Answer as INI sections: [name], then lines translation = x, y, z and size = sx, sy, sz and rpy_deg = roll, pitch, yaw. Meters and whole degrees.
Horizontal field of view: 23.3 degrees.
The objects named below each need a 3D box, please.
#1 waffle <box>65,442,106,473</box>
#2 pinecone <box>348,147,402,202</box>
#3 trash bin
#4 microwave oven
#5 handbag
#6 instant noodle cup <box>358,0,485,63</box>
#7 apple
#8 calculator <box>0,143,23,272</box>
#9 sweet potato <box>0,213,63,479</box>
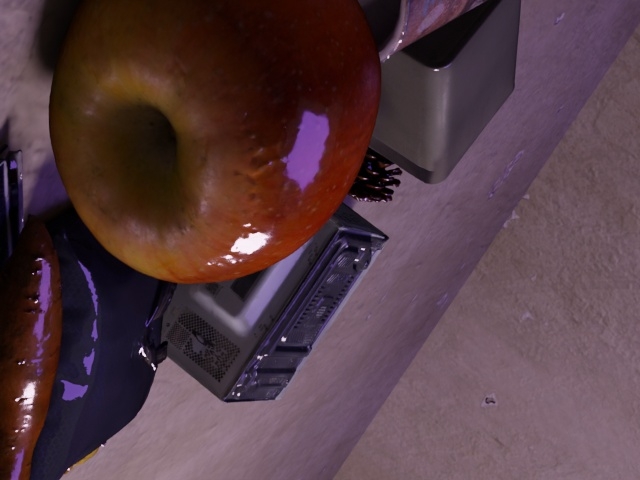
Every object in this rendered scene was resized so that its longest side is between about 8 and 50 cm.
[waffle]
translation = -0.292, 0.238, 1.320
size = 0.293, 0.069, 0.260
rpy_deg = -54, 168, -9
[pinecone]
translation = 0.057, -0.082, 1.727
size = 0.077, 0.077, 0.083
rpy_deg = -36, 153, -54
[trash bin]
translation = 0.121, -0.192, 1.581
size = 0.164, 0.122, 0.240
rpy_deg = -51, 164, -17
[microwave oven]
translation = -0.050, 0.046, 1.528
size = 0.208, 0.122, 0.162
rpy_deg = -57, 160, 8
[handbag]
translation = -0.173, 0.071, 1.224
size = 0.211, 0.089, 0.254
rpy_deg = -44, 150, -63
[instant noodle cup]
translation = 0.058, -0.238, 1.064
size = 0.207, 0.217, 0.217
rpy_deg = -38, 161, -32
[apple]
translation = -0.064, -0.088, 0.985
size = 0.235, 0.210, 0.173
rpy_deg = -40, 177, 40
[calculator]
translation = -0.258, 0.055, 1.056
size = 0.165, 0.028, 0.274
rpy_deg = -47, 165, -29
[sweet potato]
translation = -0.213, 0.098, 1.099
size = 0.057, 0.057, 0.264
rpy_deg = -37, 144, -53
